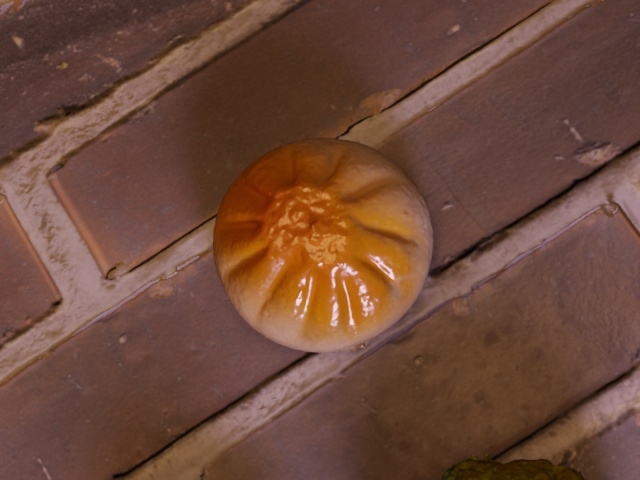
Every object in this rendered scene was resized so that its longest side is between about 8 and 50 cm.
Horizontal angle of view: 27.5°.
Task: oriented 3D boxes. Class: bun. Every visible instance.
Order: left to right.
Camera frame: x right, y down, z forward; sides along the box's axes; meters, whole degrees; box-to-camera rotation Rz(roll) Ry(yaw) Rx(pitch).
[{"bbox_3d":[0.000,0.000,1.723,0.299,0.165,0.299,-2,76,10],"label":"bun"}]

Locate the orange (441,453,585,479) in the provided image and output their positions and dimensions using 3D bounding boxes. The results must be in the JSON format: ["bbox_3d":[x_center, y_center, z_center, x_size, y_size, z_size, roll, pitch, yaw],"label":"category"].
[{"bbox_3d":[0.228,0.392,1.554,0.301,0.223,0.300,32,77,16],"label":"orange"}]
